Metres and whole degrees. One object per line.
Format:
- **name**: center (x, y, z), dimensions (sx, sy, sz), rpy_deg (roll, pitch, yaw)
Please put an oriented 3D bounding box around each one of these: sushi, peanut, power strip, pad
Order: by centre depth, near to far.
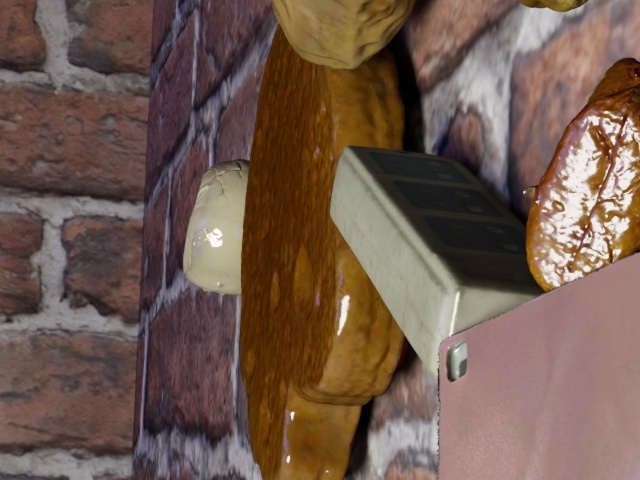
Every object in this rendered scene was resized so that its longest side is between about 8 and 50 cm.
- **pad**: center (0.105, 0.060, 0.552), dimensions (0.188, 0.006, 0.113), rpy_deg (-31, 46, 46)
- **sushi**: center (0.116, -0.018, 0.606), dimensions (0.060, 0.061, 0.118), rpy_deg (-25, -31, -57)
- **power strip**: center (0.064, 0.007, 0.763), dimensions (0.272, 0.078, 0.052), rpy_deg (-119, 37, -68)
- **peanut**: center (0.031, -0.215, 0.899), dimensions (0.233, 0.110, 0.196), rpy_deg (124, 150, -68)

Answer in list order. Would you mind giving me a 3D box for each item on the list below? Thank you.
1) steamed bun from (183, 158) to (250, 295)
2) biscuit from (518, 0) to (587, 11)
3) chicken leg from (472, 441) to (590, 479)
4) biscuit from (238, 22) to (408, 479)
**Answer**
- **steamed bun**: center (-0.065, -0.011, 1.303), dimensions (0.130, 0.091, 0.112), rpy_deg (-78, -2, -77)
- **biscuit**: center (0.075, -0.193, 0.550), dimensions (0.335, 0.078, 0.329), rpy_deg (70, 178, -48)
- **chicken leg**: center (0.116, 0.124, 0.560), dimensions (0.085, 0.069, 0.198), rpy_deg (-60, 25, 7)
- **biscuit**: center (0.000, 0.000, 1.065), dimensions (0.381, 0.074, 0.359), rpy_deg (-120, 34, -64)
